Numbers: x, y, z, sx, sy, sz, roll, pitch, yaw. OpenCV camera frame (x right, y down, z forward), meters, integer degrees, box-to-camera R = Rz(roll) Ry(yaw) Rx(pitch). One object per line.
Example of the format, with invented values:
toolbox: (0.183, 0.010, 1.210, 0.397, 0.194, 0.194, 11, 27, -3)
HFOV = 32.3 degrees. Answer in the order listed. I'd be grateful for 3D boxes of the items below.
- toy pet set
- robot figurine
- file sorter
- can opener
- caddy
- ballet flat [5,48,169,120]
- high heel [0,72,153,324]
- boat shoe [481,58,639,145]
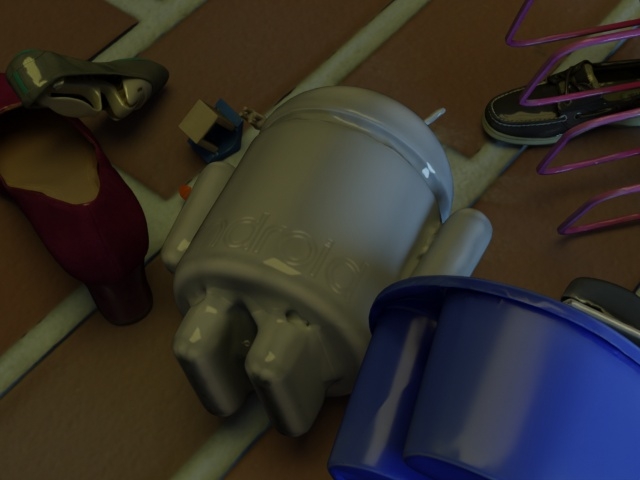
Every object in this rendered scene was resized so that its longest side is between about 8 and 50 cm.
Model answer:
toy pet set: (-0.099, -0.091, 1.182, 0.122, 0.065, 0.114, -50, 61, 8)
robot figurine: (0.000, 0.000, 1.012, 0.300, 0.200, 0.353, 13, 55, 21)
file sorter: (0.288, -0.167, 1.052, 0.182, 0.202, 0.290, -12, 80, -3)
can opener: (0.342, 0.112, 0.984, 0.283, 0.076, 0.095, 25, 60, 19)
caddy: (0.174, 0.153, 0.830, 0.341, 0.241, 0.179, 35, 64, -16)
ballet flat: (-0.238, -0.157, 1.184, 0.213, 0.072, 0.068, -3, 55, -51)
high heel: (-0.275, -0.095, 1.112, 0.127, 0.181, 0.377, -32, 58, -19)
boat shoe: (0.284, -0.159, 1.189, 0.223, 0.073, 0.080, -7, 53, -2)
